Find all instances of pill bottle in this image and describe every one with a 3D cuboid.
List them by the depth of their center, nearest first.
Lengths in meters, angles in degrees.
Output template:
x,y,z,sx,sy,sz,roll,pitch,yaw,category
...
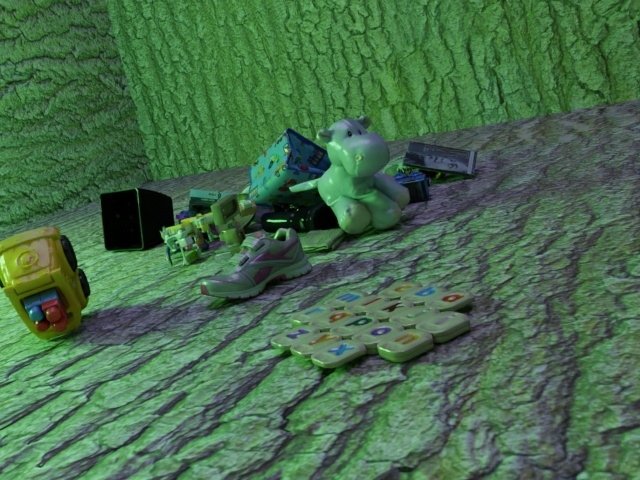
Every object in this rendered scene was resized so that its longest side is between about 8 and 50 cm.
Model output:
x,y,z,sx,sy,sz,roll,pitch,yaw,category
-0.199,-0.134,2.198,0.121,0.121,0.216,-13,12,-2,pill bottle

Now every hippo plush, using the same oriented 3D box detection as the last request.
x,y,z,sx,sy,sz,roll,pitch,yaw,category
0.101,-0.185,1.674,0.234,0.237,0.294,-18,39,-29,hippo plush

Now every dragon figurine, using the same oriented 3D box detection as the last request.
x,y,z,sx,sy,sz,roll,pitch,yaw,category
-0.359,-0.008,1.880,0.144,0.085,0.289,-14,11,-5,dragon figurine

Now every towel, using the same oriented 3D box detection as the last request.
x,y,z,sx,sy,sz,roll,pitch,yaw,category
0.000,0.000,1.630,0.110,0.027,0.148,-6,14,22,towel

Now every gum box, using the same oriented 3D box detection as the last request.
x,y,z,sx,sy,sz,roll,pitch,yaw,category
-0.356,-0.125,2.265,0.157,0.041,0.184,6,-9,-11,gum box

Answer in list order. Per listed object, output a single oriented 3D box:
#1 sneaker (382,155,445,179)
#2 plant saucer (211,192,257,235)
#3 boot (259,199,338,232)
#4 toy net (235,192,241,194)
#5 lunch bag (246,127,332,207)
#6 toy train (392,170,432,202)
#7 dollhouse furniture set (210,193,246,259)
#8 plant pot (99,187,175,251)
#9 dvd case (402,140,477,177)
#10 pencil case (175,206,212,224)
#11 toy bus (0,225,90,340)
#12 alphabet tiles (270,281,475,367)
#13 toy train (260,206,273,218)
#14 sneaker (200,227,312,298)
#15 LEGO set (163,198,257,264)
x,y,z,sx,sy,sz,roll,pitch,yaw,category
0.303,-0.230,2.210,0.225,0.088,0.092,-6,15,27,sneaker
-0.257,-0.071,2.036,0.168,0.029,0.168,-18,43,18,plant saucer
-0.022,-0.087,1.875,0.207,0.094,0.246,3,25,42,boot
-0.251,-0.175,2.618,0.232,0.045,0.122,-20,16,-25,toy net
-0.028,-0.163,1.940,0.293,0.138,0.221,18,-34,-29,lunch bag
0.224,-0.145,1.943,0.184,0.080,0.105,-9,19,16,toy train
-0.172,-0.039,1.687,0.123,0.151,0.144,-8,15,15,dollhouse furniture set
-0.568,-0.069,2.171,0.188,0.187,0.167,-3,4,37,plant pot
0.378,-0.258,2.154,0.221,0.018,0.164,11,34,10,dvd case
-0.404,-0.074,2.262,0.151,0.065,0.070,-3,-10,38,pencil case
-0.536,0.118,1.352,0.149,0.220,0.211,-22,47,-14,toy bus
0.079,0.123,1.024,0.278,0.021,0.284,-20,15,-31,alphabet tiles
-0.109,-0.117,2.064,0.166,0.125,0.046,-23,18,-13,toy train
-0.137,0.042,1.379,0.252,0.111,0.103,-23,16,-38,sneaker
-0.286,-0.016,1.780,0.132,0.107,0.287,-5,15,41,LEGO set
